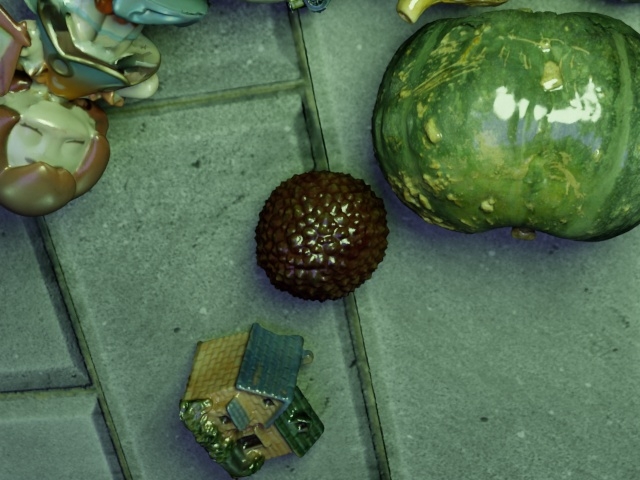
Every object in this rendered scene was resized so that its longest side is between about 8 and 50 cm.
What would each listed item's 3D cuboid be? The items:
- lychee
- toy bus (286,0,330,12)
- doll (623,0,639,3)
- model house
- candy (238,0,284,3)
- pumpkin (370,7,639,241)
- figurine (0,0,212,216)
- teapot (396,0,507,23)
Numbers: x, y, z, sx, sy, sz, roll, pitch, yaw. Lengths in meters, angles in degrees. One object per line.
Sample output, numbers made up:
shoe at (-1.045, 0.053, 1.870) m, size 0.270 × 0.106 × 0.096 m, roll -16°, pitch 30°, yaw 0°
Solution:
lychee at (0.000, 0.000, 1.144) m, size 0.188 × 0.188 × 0.188 m, roll 4°, pitch 115°, yaw 10°
toy bus at (0.035, -0.340, 1.031) m, size 0.175 × 0.088 × 0.101 m, roll -16°, pitch 111°, yaw 18°
doll at (0.323, -0.412, 0.901) m, size 0.246 × 0.158 × 0.340 m, roll 14°, pitch 120°, yaw 29°
model house at (-0.081, 0.235, 1.281) m, size 0.172 × 0.166 × 0.183 m, roll -18°, pitch 121°, yaw 15°
candy at (-0.096, -0.473, 0.898) m, size 0.386 × 0.186 × 0.427 m, roll 11°, pitch 99°, yaw -12°
pumpkin at (0.222, -0.127, 0.980) m, size 0.328 × 0.291 × 0.257 m, roll 1°, pitch 94°, yaw -3°
figurine at (-0.325, -0.193, 1.046) m, size 0.276 × 0.248 × 0.388 m, roll 17°, pitch 122°, yaw -35°
teapot at (0.157, -0.364, 0.893) m, size 0.167 × 0.203 × 0.311 m, roll 18°, pitch 94°, yaw -22°
